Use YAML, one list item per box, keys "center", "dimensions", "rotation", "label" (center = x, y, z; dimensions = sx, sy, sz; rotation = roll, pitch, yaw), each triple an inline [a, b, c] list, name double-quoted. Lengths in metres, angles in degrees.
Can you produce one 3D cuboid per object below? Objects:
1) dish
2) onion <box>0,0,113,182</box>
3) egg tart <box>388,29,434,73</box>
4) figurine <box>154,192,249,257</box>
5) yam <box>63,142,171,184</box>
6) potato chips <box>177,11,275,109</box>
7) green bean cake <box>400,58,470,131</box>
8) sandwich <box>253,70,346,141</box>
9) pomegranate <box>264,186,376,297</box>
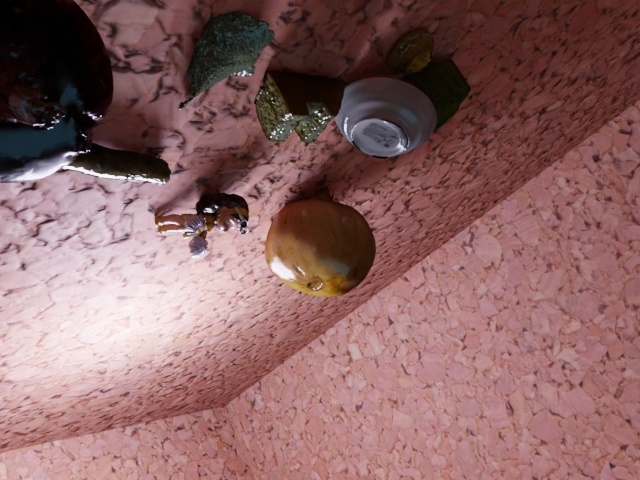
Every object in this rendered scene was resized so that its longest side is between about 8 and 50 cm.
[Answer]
- center: [0.150, -0.275, 1.474]
  dimensions: [0.260, 0.085, 0.260]
  rotation: [10, 150, 6]
  label: "dish"
- center: [-0.447, -0.218, 0.845]
  dimensions: [0.313, 0.232, 0.314]
  rotation: [-17, 127, -24]
  label: "onion"
- center: [0.224, -0.444, 1.437]
  dimensions: [0.130, 0.052, 0.130]
  rotation: [-22, 155, -11]
  label: "egg tart"
- center: [-0.301, -0.051, 1.558]
  dimensions: [0.239, 0.116, 0.175]
  rotation: [-18, 153, -11]
  label: "figurine"
- center: [-0.437, -0.160, 1.221]
  dimensions: [0.317, 0.071, 0.067]
  rotation: [3, 98, -56]
  label: "yam"
- center: [-0.196, -0.333, 1.163]
  dimensions: [0.167, 0.059, 0.228]
  rotation: [-22, 159, -42]
  label: "potato chips"
- center: [0.270, -0.356, 1.578]
  dimensions: [0.214, 0.113, 0.200]
  rotation: [-28, 164, -24]
  label: "green bean cake"
- center: [-0.024, -0.299, 1.352]
  dimensions: [0.235, 0.128, 0.122]
  rotation: [-10, 159, -38]
  label: "sandwich"
- center: [0.000, 0.000, 1.815]
  dimensions: [0.338, 0.338, 0.338]
  rotation: [-25, 157, -11]
  label: "pomegranate"
